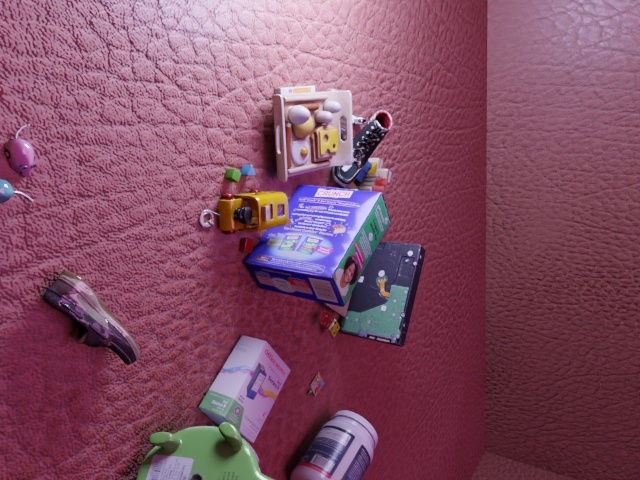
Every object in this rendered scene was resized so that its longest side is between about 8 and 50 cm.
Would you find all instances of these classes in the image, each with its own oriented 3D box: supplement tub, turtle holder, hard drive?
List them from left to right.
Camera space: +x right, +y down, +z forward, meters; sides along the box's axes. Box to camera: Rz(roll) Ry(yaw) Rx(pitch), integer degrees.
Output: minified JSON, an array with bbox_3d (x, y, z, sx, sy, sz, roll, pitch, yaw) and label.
[{"bbox_3d":[-0.221,0.528,1.083,0.320,0.243,0.228,-18,139,-16],"label":"turtle holder"},{"bbox_3d":[0.048,0.697,1.595,0.272,0.191,0.191,-44,129,-44],"label":"supplement tub"},{"bbox_3d":[0.206,0.169,1.708,0.064,0.236,0.339,38,63,-52],"label":"hard drive"}]

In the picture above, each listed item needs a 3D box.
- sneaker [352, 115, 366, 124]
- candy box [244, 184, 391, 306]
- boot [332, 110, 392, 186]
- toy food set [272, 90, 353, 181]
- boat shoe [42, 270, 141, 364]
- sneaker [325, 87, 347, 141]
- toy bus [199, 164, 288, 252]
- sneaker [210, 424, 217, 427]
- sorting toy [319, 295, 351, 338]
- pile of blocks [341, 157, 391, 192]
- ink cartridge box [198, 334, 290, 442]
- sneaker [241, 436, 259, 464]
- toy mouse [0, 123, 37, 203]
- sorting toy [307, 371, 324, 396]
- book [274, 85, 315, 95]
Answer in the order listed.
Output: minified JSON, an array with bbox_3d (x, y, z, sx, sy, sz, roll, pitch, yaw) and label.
[{"bbox_3d":[0.122,-0.399,1.673,0.083,0.036,0.032,-19,113,-52],"label":"sneaker"},{"bbox_3d":[0.000,0.000,1.343,0.317,0.268,0.122,-58,142,-34],"label":"candy box"},{"bbox_3d":[0.129,-0.289,1.570,0.085,0.178,0.236,35,51,-7],"label":"boot"},{"bbox_3d":[-0.010,-0.294,1.389,0.306,0.092,0.220,-21,115,-47],"label":"toy food set"},{"bbox_3d":[-0.416,0.156,0.920,0.073,0.080,0.224,-49,128,-34],"label":"boat shoe"},{"bbox_3d":[0.048,-0.365,1.538,0.071,0.066,0.189,-55,136,-39],"label":"sneaker"},{"bbox_3d":[-0.165,-0.069,1.232,0.191,0.104,0.202,53,52,-45],"label":"toy bus"},{"bbox_3d":[-0.275,0.500,1.215,0.069,0.038,0.098,-8,101,-56],"label":"sneaker"},{"bbox_3d":[0.049,0.173,1.643,0.132,0.046,0.275,40,62,-52],"label":"sorting toy"},{"bbox_3d":[0.146,-0.182,1.675,0.362,0.112,0.149,-54,137,-37],"label":"pile of blocks"},{"bbox_3d":[-0.186,0.373,1.282,0.212,0.093,0.154,-61,140,-33],"label":"ink cartridge box"},{"bbox_3d":[-0.208,0.592,1.268,0.091,0.094,0.258,-45,137,-47],"label":"sneaker"},{"bbox_3d":[-0.495,-0.111,0.795,0.161,0.031,0.143,-56,137,-36],"label":"toy mouse"},{"bbox_3d":[-0.016,0.474,1.624,0.083,0.012,0.062,-50,134,-40],"label":"sorting toy"},{"bbox_3d":[-0.067,-0.375,1.397,0.144,0.035,0.096,-25,117,-51],"label":"book"}]
